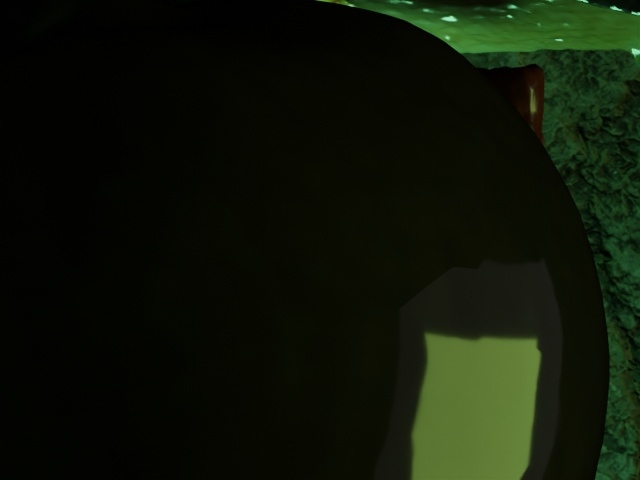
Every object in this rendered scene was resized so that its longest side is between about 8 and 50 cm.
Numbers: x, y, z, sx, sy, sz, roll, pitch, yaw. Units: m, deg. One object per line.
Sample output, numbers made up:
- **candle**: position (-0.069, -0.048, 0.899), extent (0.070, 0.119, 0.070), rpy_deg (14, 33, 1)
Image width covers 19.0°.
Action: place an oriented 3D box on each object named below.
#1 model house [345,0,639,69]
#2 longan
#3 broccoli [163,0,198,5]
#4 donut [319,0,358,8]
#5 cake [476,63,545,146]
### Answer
- **model house**: position (0.149, -0.318, 1.250), extent (0.382, 0.342, 0.335), rpy_deg (19, 79, -56)
- **longan**: position (-0.027, 0.030, 0.666), extent (0.300, 0.243, 0.300), rpy_deg (60, 9, -16)
- **broccoli**: position (-0.064, -0.139, 0.825), extent (0.120, 0.130, 0.131), rpy_deg (-42, -140, 8)
- **donut**: position (0.017, -0.353, 1.657), extent (0.449, 0.198, 0.449), rpy_deg (-174, -90, -89)
- **cake**: position (0.000, 0.000, 1.258), extent (0.319, 0.270, 0.270), rpy_deg (-93, -169, -84)
